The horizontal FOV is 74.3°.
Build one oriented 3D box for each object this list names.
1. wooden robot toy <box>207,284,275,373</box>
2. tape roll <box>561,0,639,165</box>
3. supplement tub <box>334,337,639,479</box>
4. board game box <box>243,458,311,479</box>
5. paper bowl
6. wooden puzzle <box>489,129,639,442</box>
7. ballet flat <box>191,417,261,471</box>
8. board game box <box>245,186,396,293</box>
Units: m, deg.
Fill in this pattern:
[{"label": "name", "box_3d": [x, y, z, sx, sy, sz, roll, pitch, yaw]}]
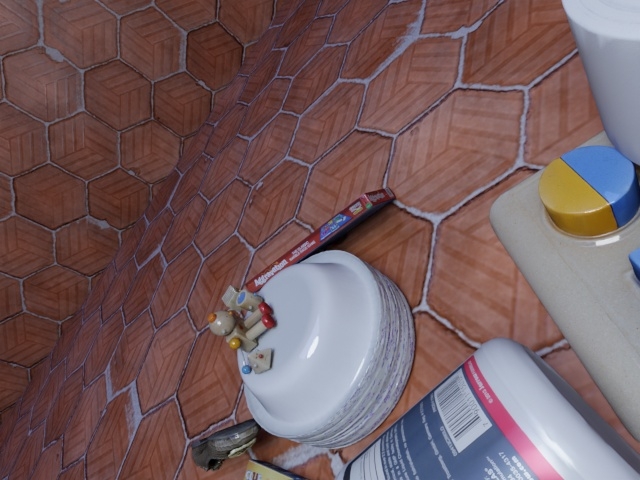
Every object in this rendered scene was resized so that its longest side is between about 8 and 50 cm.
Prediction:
[{"label": "wooden robot toy", "box_3d": [-0.120, 0.109, 0.596, 0.076, 0.079, 0.173, -47, 36, 14]}, {"label": "tape roll", "box_3d": [0.349, -0.192, 0.338, 0.246, 0.169, 0.246, -28, 42, 28]}, {"label": "supplement tub", "box_3d": [0.126, 0.237, 0.360, 0.272, 0.191, 0.191, -47, 36, 13]}, {"label": "board game box", "box_3d": [-0.035, 0.404, 0.549, 0.243, 0.042, 0.165, -10, 56, 46]}, {"label": "paper bowl", "box_3d": [-0.014, 0.148, 0.638, 0.284, 0.148, 0.284, -31, 42, 33]}, {"label": "wooden puzzle", "box_3d": [0.360, -0.034, 0.392, 0.347, 0.080, 0.322, -39, 39, 23]}, {"label": "ballet flat", "box_3d": [-0.155, 0.339, 0.686, 0.250, 0.084, 0.058, -44, 60, 47]}, {"label": "board game box", "box_3d": [0.000, 0.000, 0.759, 0.281, 0.145, 0.027, -36, 83, 26]}]
